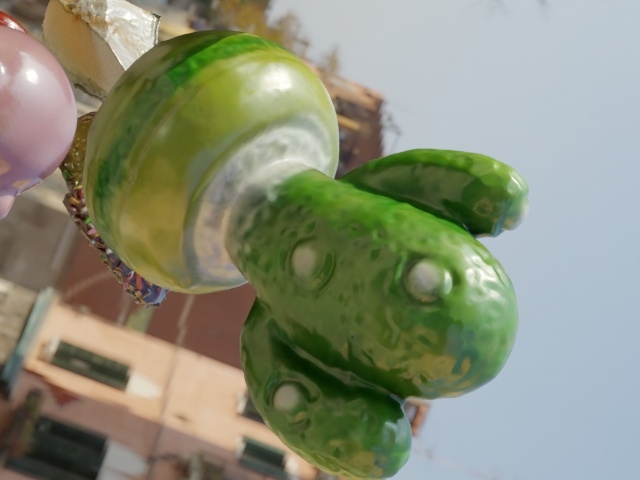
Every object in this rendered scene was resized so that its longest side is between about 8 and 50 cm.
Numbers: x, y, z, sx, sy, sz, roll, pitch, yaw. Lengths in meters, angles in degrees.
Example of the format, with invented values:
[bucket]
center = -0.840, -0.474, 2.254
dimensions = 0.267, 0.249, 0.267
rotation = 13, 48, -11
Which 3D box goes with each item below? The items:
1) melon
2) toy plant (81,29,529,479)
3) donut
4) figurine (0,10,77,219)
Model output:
[melon]
center = -0.251, -0.249, 1.881
dimensions = 0.139, 0.202, 0.093
rotation = -33, 141, -28
[toy plant]
center = 0.000, 0.000, 1.006
dimensions = 0.224, 0.316, 0.184
rotation = -47, 148, -5
[donut]
center = -0.207, -0.036, 1.678
dimensions = 0.096, 0.216, 0.230
rotation = -32, -153, 2
[figurine]
center = -0.313, -0.117, 1.447
dimensions = 0.173, 0.173, 0.173
rotation = -158, -90, -83
